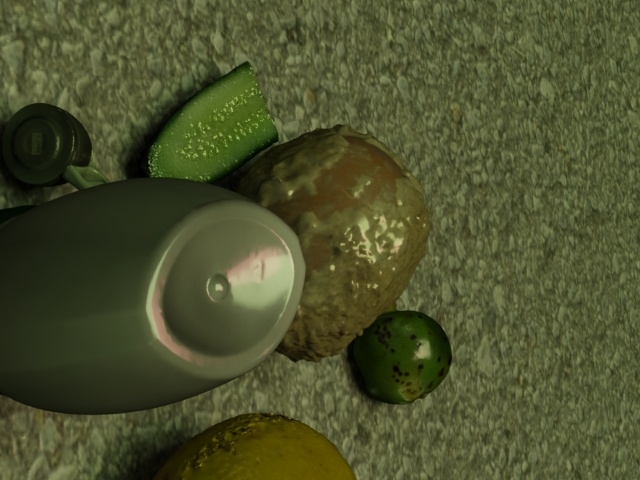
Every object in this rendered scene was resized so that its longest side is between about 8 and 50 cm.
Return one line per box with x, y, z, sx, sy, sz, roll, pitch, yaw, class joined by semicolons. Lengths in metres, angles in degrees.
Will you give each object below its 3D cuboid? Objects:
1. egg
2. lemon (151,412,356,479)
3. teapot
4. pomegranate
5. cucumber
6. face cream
0.000;0.000;1.620;0.279;0.279;0.310;34;83;-40;egg
-0.085;0.340;1.442;0.310;0.258;0.258;-51;120;-39;lemon
-0.293;-0.089;1.419;0.091;0.092;0.124;13;57;-70;teapot
0.120;0.153;1.826;0.143;0.122;0.169;-9;92;-21;pomegranate
-0.155;-0.130;1.608;0.244;0.063;0.115;-39;104;-46;cucumber
-0.211;0.054;1.268;0.312;0.357;0.219;-26;105;-45;face cream
